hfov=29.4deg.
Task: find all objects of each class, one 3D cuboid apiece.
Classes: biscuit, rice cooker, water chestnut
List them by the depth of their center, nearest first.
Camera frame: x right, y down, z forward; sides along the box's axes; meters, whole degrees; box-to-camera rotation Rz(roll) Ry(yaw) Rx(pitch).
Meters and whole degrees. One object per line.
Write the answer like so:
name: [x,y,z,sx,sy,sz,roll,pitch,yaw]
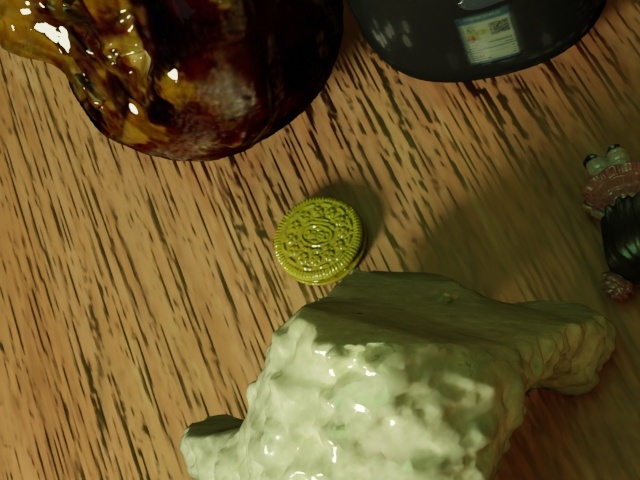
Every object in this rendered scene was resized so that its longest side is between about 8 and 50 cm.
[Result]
rice cooker: [0.131,-0.272,1.053,0.267,0.224,0.267,-9,61,17]
water chestnut: [-0.155,-0.226,1.068,0.347,0.335,0.335,-15,53,-29]
biscuit: [0.000,0.000,1.085,0.084,0.023,0.084,-9,61,17]

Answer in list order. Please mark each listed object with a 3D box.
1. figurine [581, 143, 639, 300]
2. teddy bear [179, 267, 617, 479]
figurine: [0.244,-0.018,0.985,0.072,0.054,0.129,-23,57,14]
teddy bear: [0.035,0.220,0.861,0.327,0.375,0.362,12,98,24]
